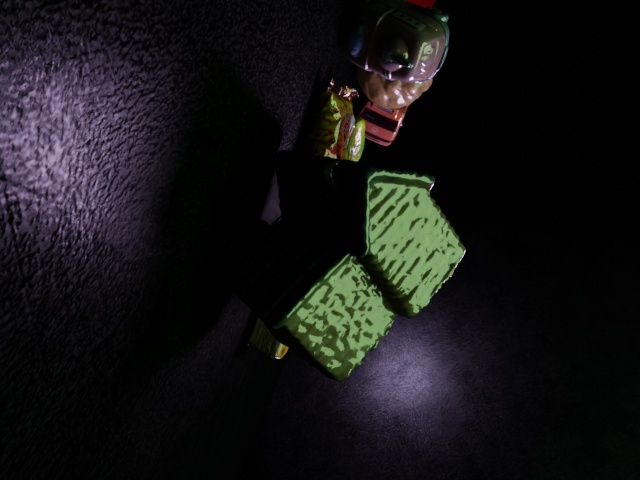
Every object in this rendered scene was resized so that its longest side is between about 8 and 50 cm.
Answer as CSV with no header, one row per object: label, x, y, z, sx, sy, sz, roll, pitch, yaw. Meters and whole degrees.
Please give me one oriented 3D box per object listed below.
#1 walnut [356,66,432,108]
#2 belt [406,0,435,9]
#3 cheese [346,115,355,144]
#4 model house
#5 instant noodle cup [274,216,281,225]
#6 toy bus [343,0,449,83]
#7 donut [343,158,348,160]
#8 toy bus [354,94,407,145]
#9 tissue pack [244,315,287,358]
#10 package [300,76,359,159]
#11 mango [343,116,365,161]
walnut,0.267,-0.613,1.789,0.296,0.285,0.285,-50,173,-1
belt,0.317,-0.875,1.635,0.227,0.115,0.323,37,-69,63
cheese,0.066,-0.360,1.755,0.286,0.074,0.188,87,26,-78
model house,0.000,0.000,1.131,0.445,0.395,0.400,-48,129,-12
instant noodle cup,-0.062,0.073,1.489,0.251,0.190,0.250,21,90,-84
toy bus,0.189,-0.541,1.386,0.232,0.294,0.197,-37,154,-45
donut,0.062,-0.242,1.947,0.162,0.065,0.178,-36,159,-24
toy bus,0.302,-0.632,2.201,0.233,0.203,0.426,117,-3,-62
tissue pack,-0.132,0.237,1.691,0.192,0.134,0.270,50,61,-84
package,0.016,-0.293,1.408,0.223,0.109,0.287,-27,130,-73
mango,0.114,-0.377,1.954,0.232,0.111,0.125,105,2,-57
